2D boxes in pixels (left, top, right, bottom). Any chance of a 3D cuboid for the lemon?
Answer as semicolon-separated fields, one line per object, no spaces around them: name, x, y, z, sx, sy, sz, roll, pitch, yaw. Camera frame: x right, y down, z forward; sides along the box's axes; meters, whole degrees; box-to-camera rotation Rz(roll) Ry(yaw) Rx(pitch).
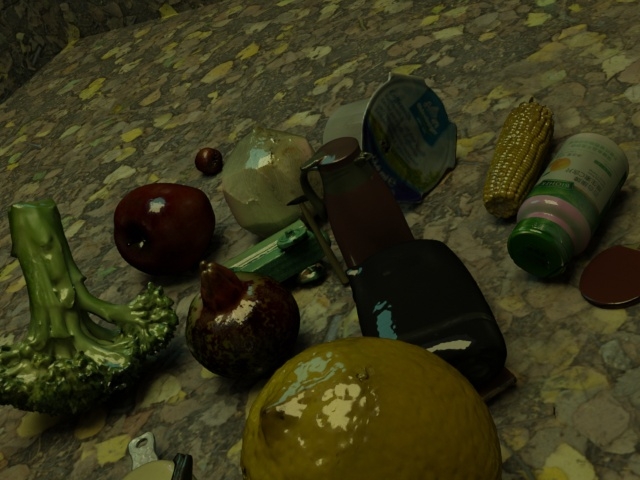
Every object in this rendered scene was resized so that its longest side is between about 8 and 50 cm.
lemon;0.064;0.277;1.126;0.336;0.336;0.336;-18;33;12

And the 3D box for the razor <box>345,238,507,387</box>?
razor;0.159;0.114;1.419;0.204;0.114;0.349;-19;31;0

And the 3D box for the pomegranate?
pomegranate;-0.151;0.127;1.574;0.214;0.248;0.214;-14;38;11

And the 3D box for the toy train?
toy train;-0.116;0.056;1.796;0.285;0.116;0.177;-31;20;-7

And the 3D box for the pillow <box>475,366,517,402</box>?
pillow;0.197;0.200;1.411;0.126;0.043;0.232;-33;32;-16

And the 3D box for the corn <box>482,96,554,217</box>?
corn;0.392;-0.160;1.747;0.106;0.106;0.305;-3;43;33

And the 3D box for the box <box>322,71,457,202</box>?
box;0.120;-0.195;1.896;0.291;0.262;0.206;-52;27;-21

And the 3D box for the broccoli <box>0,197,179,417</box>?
broccoli;-0.530;0.153;1.695;0.353;0.397;0.275;-51;14;-27

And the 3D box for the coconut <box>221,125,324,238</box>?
coconut;-0.108;-0.134;1.916;0.227;0.230;0.227;-24;20;9

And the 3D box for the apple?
apple;-0.351;-0.030;1.981;0.233;0.234;0.234;-18;33;12

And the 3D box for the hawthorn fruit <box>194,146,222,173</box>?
hawthorn fruit;-0.299;-0.211;2.337;0.077;0.077;0.077;-18;33;12

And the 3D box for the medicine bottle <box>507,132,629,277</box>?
medicine bottle;0.430;-0.060;1.540;0.133;0.133;0.274;6;45;41

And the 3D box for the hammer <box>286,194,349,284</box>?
hammer;0.000;0.000;1.728;0.062;0.199;0.013;-20;-13;-46

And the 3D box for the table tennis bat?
table tennis bat;0.516;0.034;1.448;0.220;0.019;0.130;-41;34;-21

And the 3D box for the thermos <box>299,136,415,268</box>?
thermos;0.062;-0.069;1.690;0.176;0.265;0.146;-5;37;33

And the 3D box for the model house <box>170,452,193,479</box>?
model house;-0.081;0.435;1.187;0.278;0.205;0.218;9;38;-1

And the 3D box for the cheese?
cheese;-0.292;0.411;1.426;0.163;0.071;0.248;-38;34;-21
